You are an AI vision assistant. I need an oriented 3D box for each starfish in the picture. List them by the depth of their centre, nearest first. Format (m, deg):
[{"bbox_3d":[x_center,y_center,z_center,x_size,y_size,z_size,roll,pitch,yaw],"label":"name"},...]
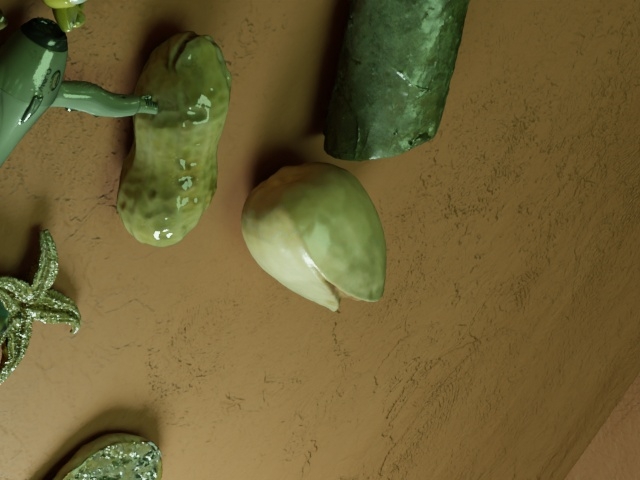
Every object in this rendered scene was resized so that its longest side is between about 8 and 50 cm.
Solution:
[{"bbox_3d":[-0.382,0.092,1.964,0.227,0.043,0.240,-55,150,5],"label":"starfish"}]

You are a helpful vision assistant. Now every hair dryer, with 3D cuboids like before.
[{"bbox_3d":[-0.327,-0.133,1.792,0.219,0.088,0.225,-43,143,9],"label":"hair dryer"}]

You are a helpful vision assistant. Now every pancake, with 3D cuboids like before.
[{"bbox_3d":[-0.340,0.407,2.289,0.282,0.049,0.282,-31,139,-31],"label":"pancake"}]

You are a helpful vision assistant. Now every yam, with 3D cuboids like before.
[{"bbox_3d":[0.106,-0.252,2.143,0.168,0.168,0.304,-18,131,-41],"label":"yam"}]

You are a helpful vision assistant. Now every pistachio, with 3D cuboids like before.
[{"bbox_3d":[0.000,0.000,2.212,0.187,0.187,0.299,-48,142,-8],"label":"pistachio"}]

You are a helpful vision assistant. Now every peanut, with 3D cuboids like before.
[{"bbox_3d":[-0.181,-0.126,1.938,0.130,0.130,0.290,-17,132,-42],"label":"peanut"}]

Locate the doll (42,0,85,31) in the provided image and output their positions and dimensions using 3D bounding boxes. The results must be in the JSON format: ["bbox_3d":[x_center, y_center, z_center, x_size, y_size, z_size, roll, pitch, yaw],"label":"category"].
[{"bbox_3d":[-0.303,-0.335,1.636,0.291,0.086,0.117,64,30,-53],"label":"doll"}]

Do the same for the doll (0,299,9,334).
[{"bbox_3d":[-0.502,0.098,1.718,0.260,0.161,0.177,-13,151,-46],"label":"doll"}]

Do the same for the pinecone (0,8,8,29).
[{"bbox_3d":[-0.430,-0.170,1.501,0.257,0.243,0.243,-45,146,3],"label":"pinecone"}]
